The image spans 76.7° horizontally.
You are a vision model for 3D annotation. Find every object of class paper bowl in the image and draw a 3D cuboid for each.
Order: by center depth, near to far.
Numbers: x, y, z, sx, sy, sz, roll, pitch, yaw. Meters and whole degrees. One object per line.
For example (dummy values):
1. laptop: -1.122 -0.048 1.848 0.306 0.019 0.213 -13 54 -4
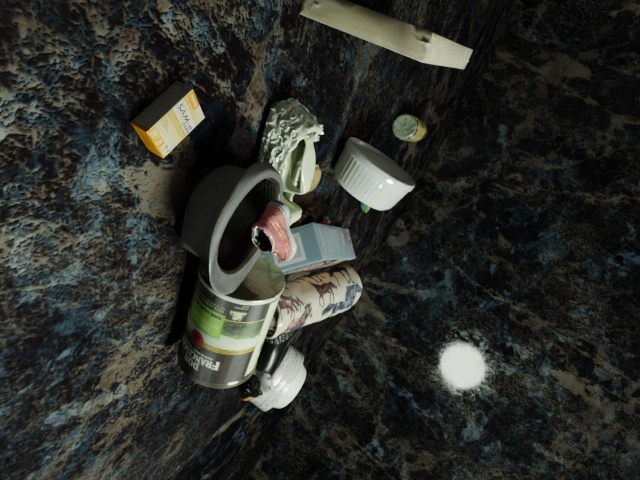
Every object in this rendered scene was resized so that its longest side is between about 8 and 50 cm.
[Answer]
1. paper bowl: -0.172 0.595 1.732 0.284 0.148 0.284 -49 -172 9

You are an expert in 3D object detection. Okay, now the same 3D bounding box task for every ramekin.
1. ramekin: 0.168 -0.213 1.336 0.127 0.273 0.273 -54 167 24

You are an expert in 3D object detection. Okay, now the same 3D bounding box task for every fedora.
1. fedora: -0.188 -0.043 0.811 0.275 0.124 0.243 -64 166 -9

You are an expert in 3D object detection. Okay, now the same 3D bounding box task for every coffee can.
1. coffee can: -0.219 0.184 0.976 0.201 0.202 0.275 -31 147 -58

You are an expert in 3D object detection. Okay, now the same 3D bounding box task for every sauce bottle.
1. sauce bottle: 0.411 -0.496 1.802 0.344 0.111 0.111 -26 143 -64

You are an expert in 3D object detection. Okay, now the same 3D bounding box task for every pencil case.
1. pencil case: -0.041 0.187 1.343 0.410 0.183 0.159 -12 119 -44

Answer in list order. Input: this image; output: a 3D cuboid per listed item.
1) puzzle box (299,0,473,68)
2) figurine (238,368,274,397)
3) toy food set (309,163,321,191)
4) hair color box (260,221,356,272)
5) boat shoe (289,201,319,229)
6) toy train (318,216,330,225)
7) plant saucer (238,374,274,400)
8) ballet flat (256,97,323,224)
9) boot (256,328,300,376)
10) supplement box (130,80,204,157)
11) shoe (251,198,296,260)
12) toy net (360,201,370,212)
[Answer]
1. puzzle box: 0.171 -0.456 0.894 0.409 0.272 0.052 -35 150 -56
2. figurine: -0.246 0.420 1.277 0.092 0.209 0.215 -58 163 -6
3. toy food set: -0.026 -0.184 1.220 0.082 0.020 0.083 -54 163 -18
4. hair color box: -0.029 0.032 1.260 0.374 0.185 0.113 2 72 -71
5. boat shoe: -0.051 -0.069 1.256 0.207 0.073 0.073 -33 145 -59
6. toy train: 0.000 0.000 1.504 0.125 0.046 0.166 125 -32 -66
7. plant saucer: -0.246 0.551 1.612 0.200 0.037 0.200 -41 -162 17
8. ballet flat: -0.095 -0.118 0.945 0.147 0.147 0.409 -38 154 -50
9. boot: -0.188 0.355 1.475 0.348 0.131 0.260 -57 166 -26
10. supplement box: -0.228 -0.183 0.613 0.098 0.036 0.062 -54 163 -20
11. shoe: -0.099 0.002 0.838 0.081 0.063 0.178 -56 158 -34
12. toy net: 0.247 -0.244 1.860 0.122 0.045 0.232 -34 149 -55
